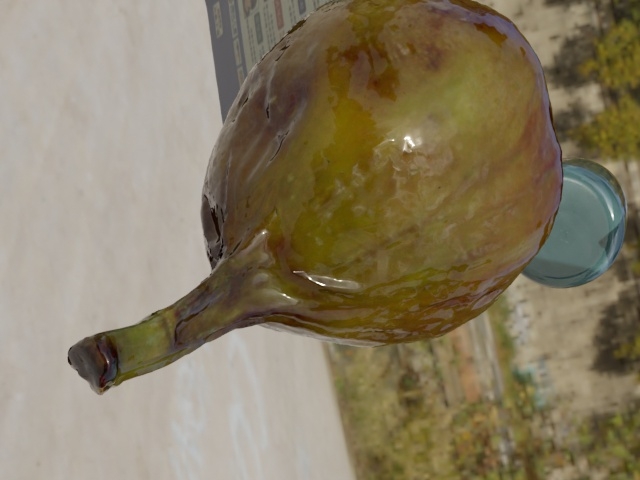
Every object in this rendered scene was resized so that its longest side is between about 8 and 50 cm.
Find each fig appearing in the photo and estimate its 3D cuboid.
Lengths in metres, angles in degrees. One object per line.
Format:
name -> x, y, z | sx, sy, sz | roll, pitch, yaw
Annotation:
fig -> -0.016, -0.027, 0.613 | 0.190, 0.290, 0.191 | 31, -52, 51

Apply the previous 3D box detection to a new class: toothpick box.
toothpick box -> 0.251, -0.025, 1.219 | 0.184, 0.120, 0.120 | -25, 103, -69

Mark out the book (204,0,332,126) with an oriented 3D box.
book -> 0.000, -0.162, 1.128 | 0.428, 0.039, 0.300 | -15, -97, 62
